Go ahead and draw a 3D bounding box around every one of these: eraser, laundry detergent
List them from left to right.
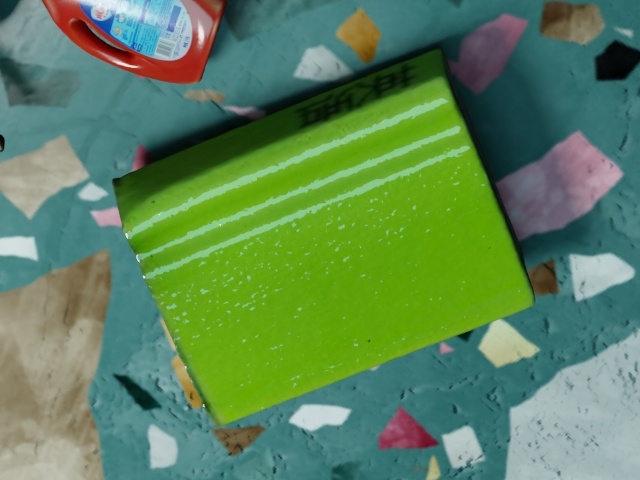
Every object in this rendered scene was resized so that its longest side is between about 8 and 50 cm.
[{"bbox_3d":[-0.153,-0.172,1.405,0.165,0.049,0.097,19,124,-5],"label":"laundry detergent"},{"bbox_3d":[0.000,0.000,1.465,0.274,0.092,0.210,-19,118,8],"label":"eraser"}]

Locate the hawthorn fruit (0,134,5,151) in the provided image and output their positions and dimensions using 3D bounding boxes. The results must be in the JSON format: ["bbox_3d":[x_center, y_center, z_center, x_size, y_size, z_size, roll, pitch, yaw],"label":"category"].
[{"bbox_3d":[-0.331,-0.121,1.364,0.266,0.210,0.230,15,143,-36],"label":"hawthorn fruit"}]
